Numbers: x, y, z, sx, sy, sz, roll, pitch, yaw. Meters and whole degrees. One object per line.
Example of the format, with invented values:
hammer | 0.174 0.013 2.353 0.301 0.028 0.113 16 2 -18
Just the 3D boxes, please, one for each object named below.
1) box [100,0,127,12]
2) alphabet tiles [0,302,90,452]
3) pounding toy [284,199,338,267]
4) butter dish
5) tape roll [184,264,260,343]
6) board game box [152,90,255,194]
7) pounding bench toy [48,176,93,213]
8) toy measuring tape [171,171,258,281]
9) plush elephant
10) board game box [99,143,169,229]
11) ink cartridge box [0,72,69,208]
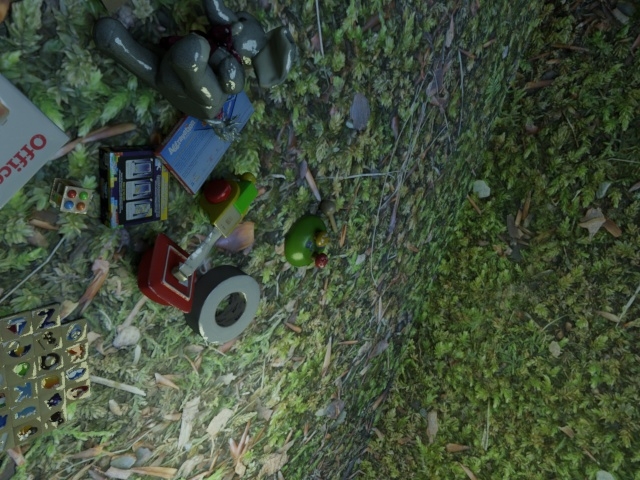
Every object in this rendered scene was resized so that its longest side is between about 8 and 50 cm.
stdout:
box | -0.334 -0.526 0.851 0.201 0.021 0.164 -41 156 -12
alphabet tiles | -0.651 0.306 1.054 0.285 0.011 0.343 -17 124 -46
pounding toy | 0.000 0.000 1.591 0.237 0.110 0.183 -46 141 -23
butter dish | -0.387 0.089 1.167 0.160 0.118 0.160 51 29 -50
tape roll | -0.278 0.184 1.391 0.219 0.072 0.219 -31 134 -38
board game box | -0.262 -0.259 1.128 0.281 0.027 0.145 -61 147 -23
pounding bench toy | -0.484 -0.087 0.968 0.083 0.065 0.052 6 107 -53
toy measuring tape | -0.276 -0.050 1.201 0.330 0.121 0.121 -55 144 -21
plush elephant | -0.208 -0.383 0.967 0.255 0.272 0.330 -64 148 -10
board game box | -0.405 -0.121 1.060 0.141 0.048 0.170 -17 123 -48
ink cartridge box | -0.607 -0.190 0.665 0.279 0.160 0.385 -53 143 -15
